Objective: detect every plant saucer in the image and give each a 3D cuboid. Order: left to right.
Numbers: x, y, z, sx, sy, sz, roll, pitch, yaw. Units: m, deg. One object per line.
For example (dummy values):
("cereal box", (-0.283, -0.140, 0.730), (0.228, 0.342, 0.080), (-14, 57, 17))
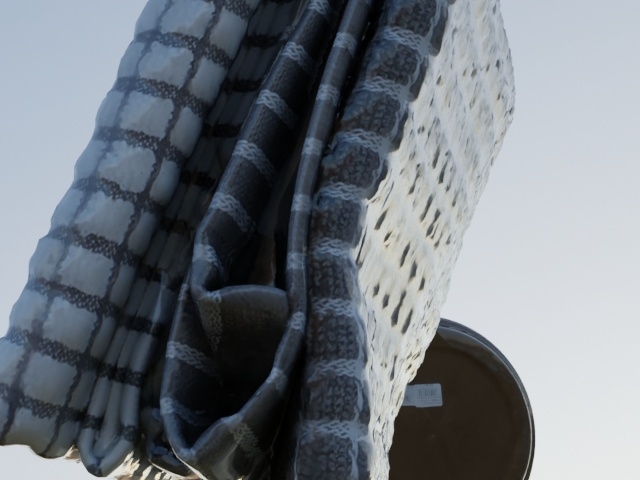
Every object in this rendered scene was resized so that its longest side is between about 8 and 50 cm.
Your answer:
("plant saucer", (0.129, 0.221, 1.487), (0.278, 0.278, 0.041), (3, -14, -17))

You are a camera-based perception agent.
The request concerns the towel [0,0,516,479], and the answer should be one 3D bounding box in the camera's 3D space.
("towel", (0.000, 0.000, 0.513), (0.121, 0.235, 0.284), (19, -13, 10))
